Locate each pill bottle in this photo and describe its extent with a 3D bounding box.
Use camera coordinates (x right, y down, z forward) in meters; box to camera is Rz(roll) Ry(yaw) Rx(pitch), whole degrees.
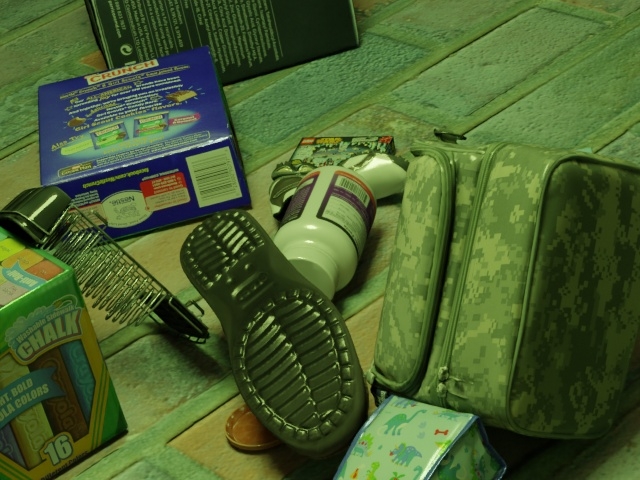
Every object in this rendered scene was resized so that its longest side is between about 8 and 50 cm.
[{"bbox_3d":[0.000,0.000,1.994,0.108,0.108,0.193,-1,33,17],"label":"pill bottle"}]

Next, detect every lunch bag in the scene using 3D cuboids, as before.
[{"bbox_3d":[0.179,0.046,1.675,0.212,0.305,0.256,7,4,-42],"label":"lunch bag"},{"bbox_3d":[0.084,0.237,1.577,0.129,0.096,0.151,5,42,49],"label":"lunch bag"}]

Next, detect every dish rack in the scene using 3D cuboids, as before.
[{"bbox_3d":[-0.251,0.039,1.880,0.074,0.271,0.208,-50,16,-12],"label":"dish rack"}]

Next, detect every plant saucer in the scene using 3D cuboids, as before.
[{"bbox_3d":[-0.064,0.203,1.782,0.083,0.013,0.083,-9,32,6],"label":"plant saucer"}]

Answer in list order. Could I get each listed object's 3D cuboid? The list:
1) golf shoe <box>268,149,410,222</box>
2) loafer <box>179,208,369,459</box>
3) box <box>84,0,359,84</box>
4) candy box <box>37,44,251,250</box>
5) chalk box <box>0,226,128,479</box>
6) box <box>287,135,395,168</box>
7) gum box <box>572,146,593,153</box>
[{"bbox_3d":[0.027,-0.060,2.128,0.198,0.077,0.094,-9,42,18],"label":"golf shoe"},{"bbox_3d":[-0.033,0.108,1.792,0.134,0.130,0.366,-33,45,3],"label":"loafer"},{"bbox_3d":[-0.176,-0.403,2.602,0.395,0.212,0.293,-17,31,-6],"label":"box"},{"bbox_3d":[-0.254,-0.138,2.291,0.268,0.122,0.317,-14,33,-1],"label":"candy box"},{"bbox_3d":[-0.362,0.108,1.773,0.179,0.289,0.180,-31,36,-28],"label":"chalk box"},{"bbox_3d":[0.027,-0.110,2.239,0.137,0.027,0.094,0,32,19],"label":"box"},{"bbox_3d":[0.263,-0.051,2.049,0.184,0.041,0.157,-9,32,7],"label":"gum box"}]
